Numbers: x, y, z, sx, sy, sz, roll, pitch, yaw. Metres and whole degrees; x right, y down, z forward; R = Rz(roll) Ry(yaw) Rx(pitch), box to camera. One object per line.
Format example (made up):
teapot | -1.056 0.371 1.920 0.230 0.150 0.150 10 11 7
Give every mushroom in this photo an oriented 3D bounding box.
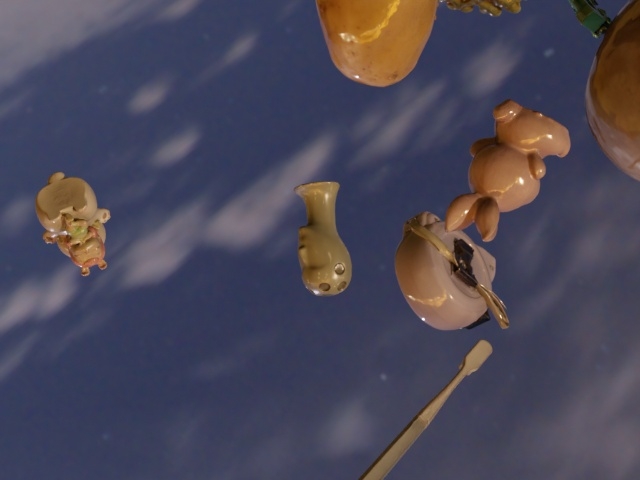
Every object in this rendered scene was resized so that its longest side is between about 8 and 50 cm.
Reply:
mushroom | 0.422 -0.143 1.516 0.297 0.290 0.297 -33 -164 11

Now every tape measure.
tape measure | 0.208 0.055 2.419 0.105 0.196 0.178 -27 -135 33

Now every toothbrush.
toothbrush | 0.099 0.224 1.736 0.342 0.025 0.030 -44 172 -36

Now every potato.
potato | 0.051 -0.226 1.346 0.109 0.178 0.118 4 -150 -10

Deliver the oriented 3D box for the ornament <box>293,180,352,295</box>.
ornament | 0.000 0.000 2.106 0.075 0.081 0.156 -18 -107 48

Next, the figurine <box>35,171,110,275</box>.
figurine | -0.295 -0.002 1.820 0.081 0.146 0.098 -5 -130 6

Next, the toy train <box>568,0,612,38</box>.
toy train | 0.294 -0.260 1.698 0.029 0.045 0.092 -46 -142 21

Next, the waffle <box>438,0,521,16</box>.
waffle | 0.198 -0.339 1.917 0.169 0.183 0.036 8 -110 1

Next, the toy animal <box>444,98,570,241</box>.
toy animal | 0.245 -0.082 2.078 0.212 0.124 0.124 -58 -149 -8
